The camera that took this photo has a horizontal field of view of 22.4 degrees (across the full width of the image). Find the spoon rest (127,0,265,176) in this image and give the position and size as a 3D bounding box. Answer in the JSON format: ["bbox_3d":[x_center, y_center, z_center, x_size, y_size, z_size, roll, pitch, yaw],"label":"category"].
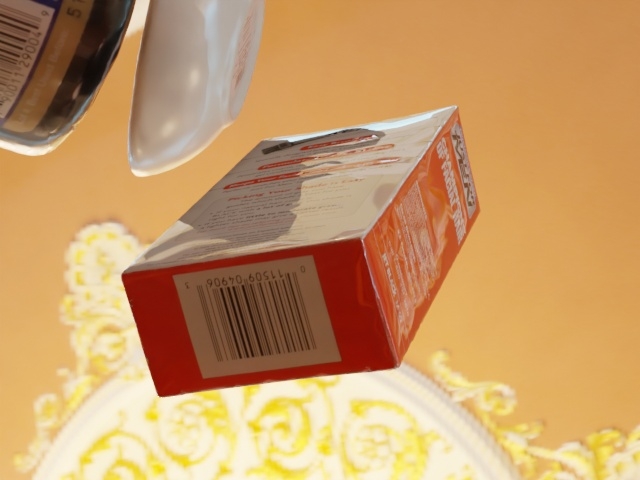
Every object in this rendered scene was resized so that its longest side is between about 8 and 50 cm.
[{"bbox_3d":[-0.063,-0.133,0.872,0.084,0.276,0.137,14,-59,6],"label":"spoon rest"}]

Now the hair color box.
[{"bbox_3d":[0.000,0.000,0.623,0.093,0.167,0.053,-9,-72,20],"label":"hair color box"}]

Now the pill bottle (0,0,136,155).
[{"bbox_3d":[-0.186,-0.119,0.606,0.123,0.219,0.123,-44,-143,45],"label":"pill bottle"}]
